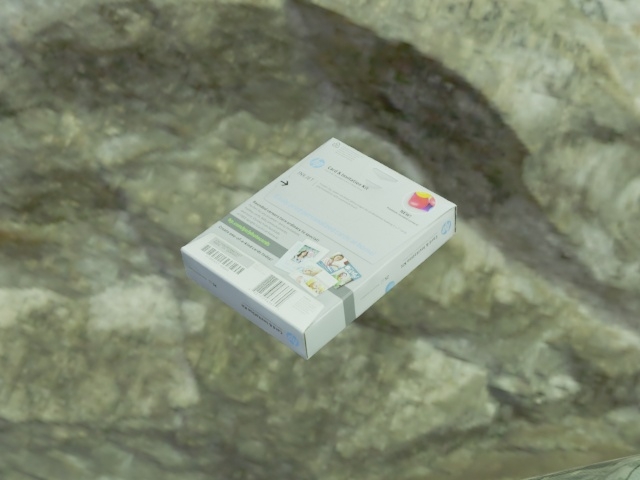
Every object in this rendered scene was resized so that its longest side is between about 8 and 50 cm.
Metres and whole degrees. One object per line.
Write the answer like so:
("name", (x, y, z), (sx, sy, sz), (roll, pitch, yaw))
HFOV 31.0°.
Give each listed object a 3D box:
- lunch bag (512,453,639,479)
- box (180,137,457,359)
("lunch bag", (0.084, 0.255, 0.483), (0.256, 0.305, 0.212), (-22, -18, 36))
("box", (0.000, 0.000, 0.970), (0.145, 0.186, 0.038), (31, -34, 31))
